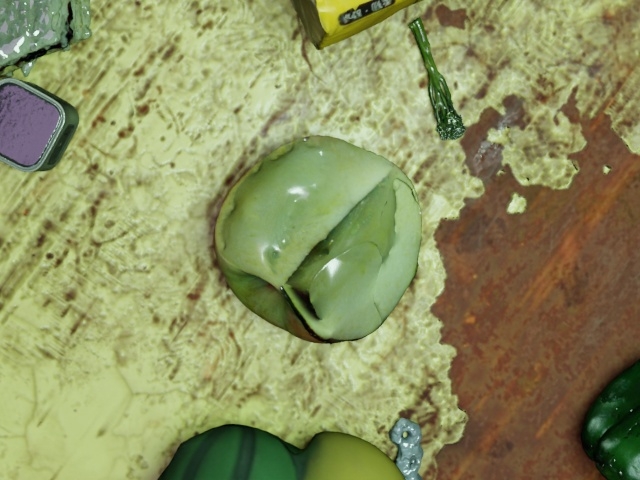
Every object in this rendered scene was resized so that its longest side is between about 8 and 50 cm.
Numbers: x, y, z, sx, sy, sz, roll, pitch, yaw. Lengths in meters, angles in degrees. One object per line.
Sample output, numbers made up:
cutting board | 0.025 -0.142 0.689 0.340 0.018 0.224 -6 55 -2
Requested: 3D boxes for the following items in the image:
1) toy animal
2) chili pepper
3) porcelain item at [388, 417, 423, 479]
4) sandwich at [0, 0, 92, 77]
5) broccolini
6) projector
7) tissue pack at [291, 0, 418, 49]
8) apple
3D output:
toy animal | -0.008 0.295 1.280 0.338 0.216 0.191 18 66 1
chili pepper | 0.362 0.248 1.299 0.174 0.165 0.261 38 94 -16
porcelain item | 0.098 0.237 1.353 0.036 0.028 0.083 -10 93 2
sandwich | -0.388 -0.292 1.251 0.325 0.131 0.262 30 91 -5
broccolini | 0.125 -0.175 1.322 0.030 0.035 0.140 -19 93 -4
projector | -0.311 -0.121 1.289 0.083 0.082 0.083 28 93 -2
tissue pack | 0.111 -0.385 1.118 0.382 0.228 0.293 -24 95 0
apple | 0.000 0.000 1.265 0.207 0.174 0.188 37 70 3
